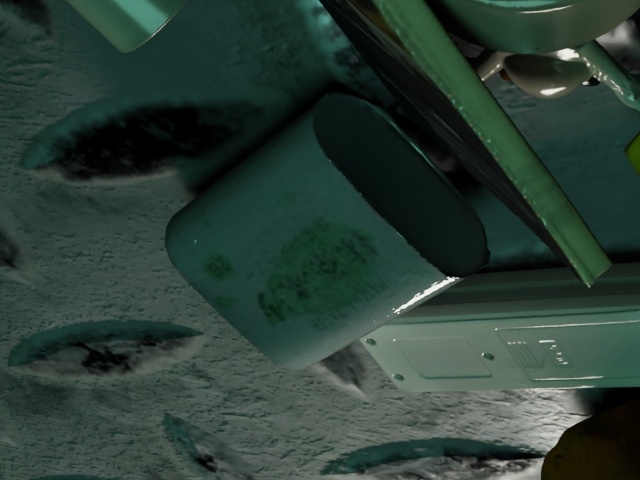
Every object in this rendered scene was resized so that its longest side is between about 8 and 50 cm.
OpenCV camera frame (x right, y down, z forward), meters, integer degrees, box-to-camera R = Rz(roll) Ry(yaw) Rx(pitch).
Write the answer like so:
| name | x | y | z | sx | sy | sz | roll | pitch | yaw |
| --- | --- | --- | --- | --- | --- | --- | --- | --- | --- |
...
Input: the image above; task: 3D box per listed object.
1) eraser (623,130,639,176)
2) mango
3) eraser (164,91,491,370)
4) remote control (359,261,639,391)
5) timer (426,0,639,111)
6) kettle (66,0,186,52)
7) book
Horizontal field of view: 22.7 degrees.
| name | x | y | z | sx | sy | sz | roll | pitch | yaw |
| --- | --- | --- | --- | --- | --- | --- | --- | --- | --- |
| eraser | 0.293 | -0.058 | 0.973 | 0.158 | 0.069 | 0.226 | 61 | 150 | 19 |
| mango | 0.282 | 0.235 | 1.345 | 0.236 | 0.136 | 0.166 | 36 | 144 | 47 |
| eraser | 0.000 | 0.000 | 1.234 | 0.174 | 0.081 | 0.227 | 47 | 139 | -8 |
| remote control | 0.163 | 0.071 | 1.291 | 0.277 | 0.055 | 0.103 | -5 | 138 | 34 |
| timer | 0.130 | -0.151 | 0.955 | 0.175 | 0.175 | 0.266 | 10 | 160 | 14 |
| kettle | -0.144 | -0.209 | 1.026 | 0.148 | 0.098 | 0.127 | 41 | 145 | -22 |
| book | 0.020 | -0.149 | 0.940 | 0.028 | 0.262 | 0.374 | -41 | 125 | 2 |
